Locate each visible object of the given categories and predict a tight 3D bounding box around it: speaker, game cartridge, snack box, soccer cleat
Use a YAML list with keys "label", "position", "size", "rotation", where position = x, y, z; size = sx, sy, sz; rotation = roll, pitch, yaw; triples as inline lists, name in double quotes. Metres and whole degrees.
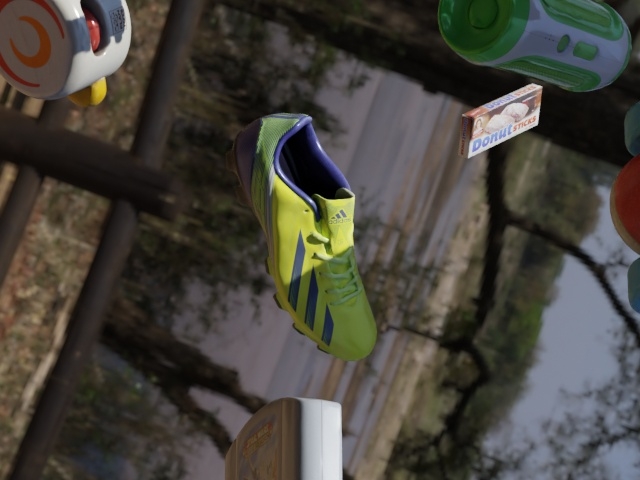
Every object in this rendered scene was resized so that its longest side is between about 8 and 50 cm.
- label: "speaker"
  position: [0.272, -0.262, 1.586]
  size: [0.296, 0.131, 0.131]
  rotation: [4, 108, -50]
- label: "game cartridge"
  position: [-0.050, 0.287, 1.435]
  size: [0.297, 0.062, 0.198]
  rotation: [132, -42, -59]
- label: "snack box"
  position: [0.266, -0.178, 1.874]
  size: [0.178, 0.022, 0.064]
  rotation: [-26, 131, -41]
- label: "soccer cleat"
  position: [-0.001, 0.000, 1.357]
  size: [0.093, 0.121, 0.289]
  rotation: [-37, 107, -47]

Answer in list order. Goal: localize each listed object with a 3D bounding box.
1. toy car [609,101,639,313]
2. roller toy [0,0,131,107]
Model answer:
- label: "toy car"
  position: [0.406, -0.060, 1.178]
  size: [0.238, 0.210, 0.219]
  rotation: [118, -18, -60]
- label: "roller toy"
  position: [-0.379, -0.311, 1.856]
  size: [0.191, 0.209, 0.146]
  rotation: [-51, 172, 36]
